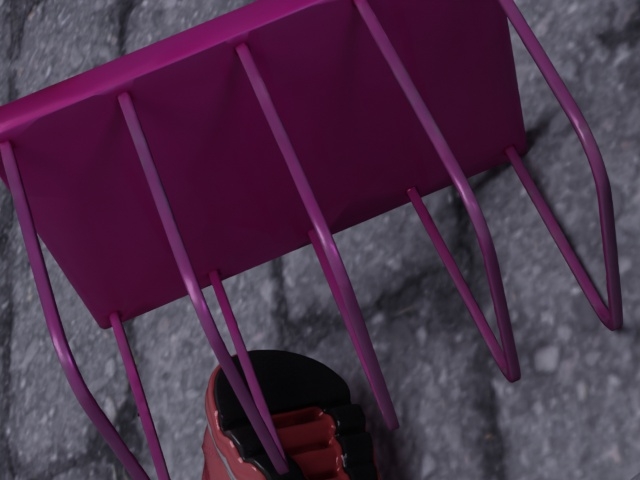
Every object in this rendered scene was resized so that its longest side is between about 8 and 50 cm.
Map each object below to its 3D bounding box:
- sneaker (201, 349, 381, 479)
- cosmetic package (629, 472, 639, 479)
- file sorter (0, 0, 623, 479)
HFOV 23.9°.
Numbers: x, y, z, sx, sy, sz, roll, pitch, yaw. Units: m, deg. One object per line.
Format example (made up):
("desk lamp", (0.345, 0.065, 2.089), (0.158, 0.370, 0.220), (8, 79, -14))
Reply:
("sneaker", (0.009, 0.217, 0.898), (0.313, 0.116, 0.136), (64, 147, 35))
("cosmetic package", (0.058, 0.308, 0.675), (0.385, 0.156, 0.217), (-46, 77, 20))
("file sorter", (0.000, 0.000, 0.824), (0.291, 0.202, 0.182), (-23, 55, -1))
